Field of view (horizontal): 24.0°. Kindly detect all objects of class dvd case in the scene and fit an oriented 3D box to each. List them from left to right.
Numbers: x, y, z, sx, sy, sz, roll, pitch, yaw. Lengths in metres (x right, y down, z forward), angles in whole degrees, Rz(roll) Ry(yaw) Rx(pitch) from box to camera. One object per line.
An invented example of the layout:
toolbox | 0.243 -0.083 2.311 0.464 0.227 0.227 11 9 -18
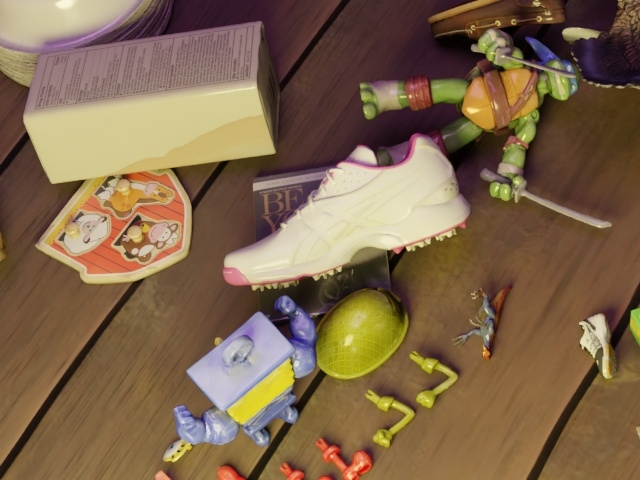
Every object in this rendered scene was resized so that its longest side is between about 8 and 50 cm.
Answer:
dvd case | 0.000 0.000 1.883 0.164 0.018 0.221 -9 55 7

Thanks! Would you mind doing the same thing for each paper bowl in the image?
paper bowl | -0.361 -0.363 2.132 0.284 0.148 0.284 -6 55 9

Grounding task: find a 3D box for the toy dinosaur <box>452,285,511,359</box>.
toy dinosaur | 0.198 0.097 1.760 0.090 0.047 0.082 -16 73 -10

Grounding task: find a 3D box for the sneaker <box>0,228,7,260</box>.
sneaker | -0.520 -0.043 1.982 0.153 0.099 0.282 -26 48 -10

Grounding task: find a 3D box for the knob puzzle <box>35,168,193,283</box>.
knob puzzle | -0.251 -0.025 1.951 0.213 0.030 0.213 -6 55 9

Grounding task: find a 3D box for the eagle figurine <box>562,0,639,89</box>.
eagle figurine | 0.416 -0.233 1.813 0.226 0.225 0.298 -11 56 7

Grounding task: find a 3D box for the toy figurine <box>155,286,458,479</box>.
toy figurine | -0.036 0.159 1.662 0.362 0.217 0.191 -38 57 -11

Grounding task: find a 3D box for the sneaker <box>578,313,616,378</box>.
sneaker | 0.316 0.124 1.723 0.037 0.032 0.083 -16 49 19

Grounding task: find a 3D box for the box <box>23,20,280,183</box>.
box | -0.217 -0.181 1.977 0.311 0.121 0.148 -6 44 10

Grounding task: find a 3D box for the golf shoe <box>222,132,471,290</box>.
golf shoe | 0.021 -0.034 1.797 0.306 0.115 0.140 -18 98 -6

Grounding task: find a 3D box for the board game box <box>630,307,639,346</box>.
board game box | 0.499 0.174 1.629 0.213 0.046 0.317 -20 55 -4

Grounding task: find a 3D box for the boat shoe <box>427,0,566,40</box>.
boat shoe | 0.227 -0.288 1.958 0.207 0.073 0.073 -12 9 47

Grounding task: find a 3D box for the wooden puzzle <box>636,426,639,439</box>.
wooden puzzle | 0.378 0.223 1.653 0.049 0.006 0.083 -14 55 3

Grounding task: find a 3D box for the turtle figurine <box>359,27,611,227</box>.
turtle figurine | 0.191 -0.148 1.830 0.266 0.198 0.274 -14 51 9
